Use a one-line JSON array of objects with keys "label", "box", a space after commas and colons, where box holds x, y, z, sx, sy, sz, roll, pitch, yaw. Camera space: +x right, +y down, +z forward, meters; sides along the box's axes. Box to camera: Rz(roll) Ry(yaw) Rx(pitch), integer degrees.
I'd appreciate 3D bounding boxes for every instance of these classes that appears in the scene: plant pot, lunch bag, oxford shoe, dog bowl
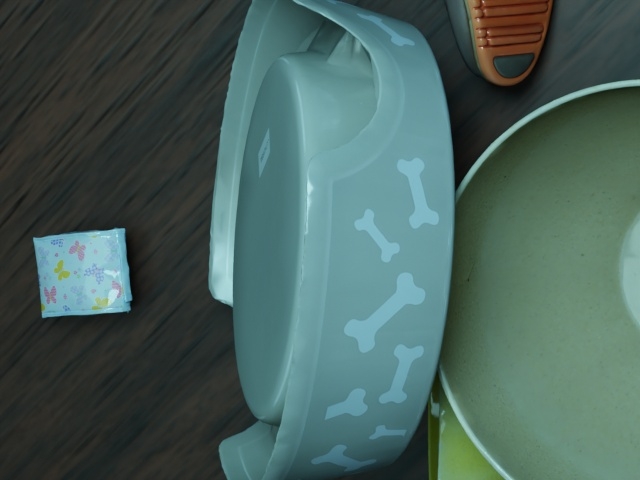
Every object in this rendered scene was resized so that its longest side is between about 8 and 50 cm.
[{"label": "plant pot", "box": [0.236, 0.035, 1.073, 0.284, 0.191, 0.284, 3, 98, 25]}, {"label": "lunch bag", "box": [-0.189, 0.027, 1.357, 0.083, 0.053, 0.071, -6, 92, 36]}, {"label": "plant pot", "box": [0.128, 0.129, 1.184, 0.095, 0.134, 0.134, 0, 98, 1]}, {"label": "oxford shoe", "box": [0.097, -0.239, 1.172, 0.098, 0.097, 0.271, -9, 89, 47]}, {"label": "dog bowl", "box": [0.000, 0.000, 1.124, 0.102, 0.349, 0.349, 4, 101, -13]}]
